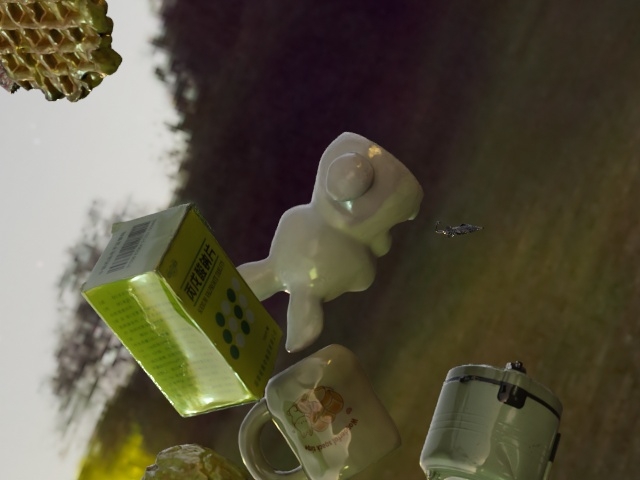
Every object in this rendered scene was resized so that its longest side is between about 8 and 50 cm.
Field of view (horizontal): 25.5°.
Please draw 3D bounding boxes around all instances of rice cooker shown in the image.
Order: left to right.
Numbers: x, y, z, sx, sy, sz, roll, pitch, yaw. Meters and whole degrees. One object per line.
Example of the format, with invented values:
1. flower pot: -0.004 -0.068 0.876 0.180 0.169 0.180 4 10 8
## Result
1. rice cooker: 0.297 0.329 2.425 0.226 0.226 0.244 107 180 -67

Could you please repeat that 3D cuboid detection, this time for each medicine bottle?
1. medicine bottle: -0.173 0.091 1.824 0.141 0.250 0.137 -15 33 33

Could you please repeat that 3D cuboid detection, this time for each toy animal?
1. toy animal: 0.005 -0.001 2.388 0.367 0.196 0.241 -55 -17 4

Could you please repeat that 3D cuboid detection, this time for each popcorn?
1. popcorn: -0.189 0.419 2.216 0.198 0.212 0.198 -24 52 35

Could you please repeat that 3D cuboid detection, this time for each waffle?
1. waffle: -0.389 -0.298 1.836 0.301 0.281 0.058 -22 32 56

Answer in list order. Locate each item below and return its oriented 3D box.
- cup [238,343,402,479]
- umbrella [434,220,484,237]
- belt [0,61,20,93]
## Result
1. cup: -0.006 0.306 2.374 0.173 0.202 0.255 -24 -9 -44
2. umbrella: 0.188 -0.013 1.926 0.122 0.013 0.022 7 99 63
3. belt: -0.421 -0.303 2.163 0.071 0.053 0.232 -50 3 43
